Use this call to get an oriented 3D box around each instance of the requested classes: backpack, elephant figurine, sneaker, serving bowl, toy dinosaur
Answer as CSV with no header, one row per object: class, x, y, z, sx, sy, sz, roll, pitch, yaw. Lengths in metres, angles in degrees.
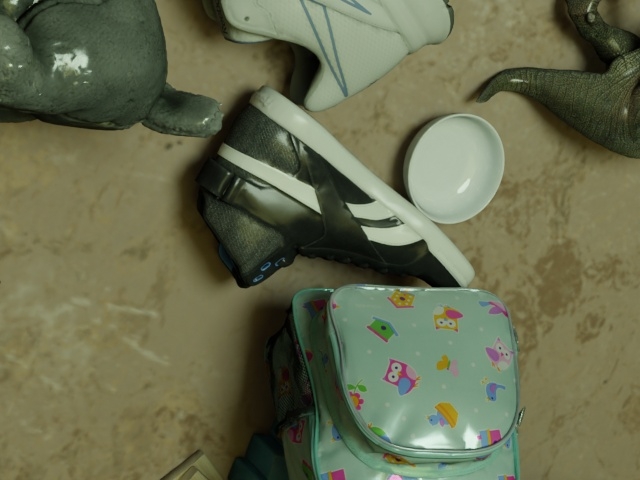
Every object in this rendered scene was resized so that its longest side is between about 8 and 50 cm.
backpack,0.056,0.124,0.959,0.165,0.144,0.188,3,68,-19
elephant figurine,-0.165,-0.189,0.804,0.186,0.169,0.240,7,87,-58
sneaker,-0.035,-0.198,0.889,0.129,0.111,0.297,-44,120,-2
sneaker,0.000,0.000,0.993,0.217,0.079,0.121,39,91,-25
serving bowl,0.094,-0.056,1.045,0.083,0.027,0.083,-9,111,-25
toy dinosaur,0.273,-0.128,1.064,0.313,0.121,0.160,-22,102,-24

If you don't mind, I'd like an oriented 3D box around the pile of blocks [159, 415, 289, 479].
pile of blocks,-0.022,0.213,1.025,0.362,0.112,0.149,-41,120,-11
